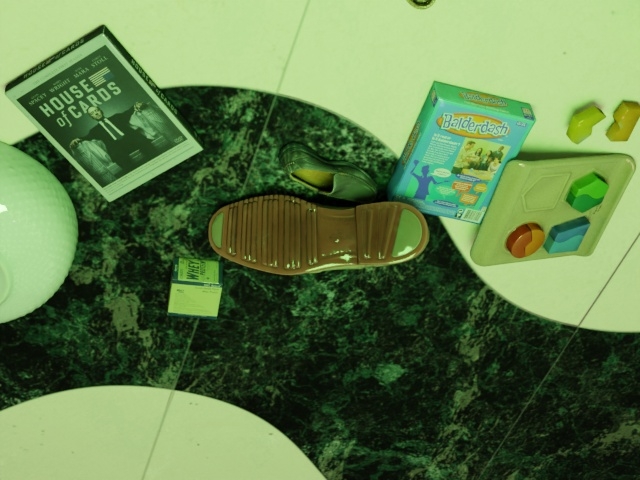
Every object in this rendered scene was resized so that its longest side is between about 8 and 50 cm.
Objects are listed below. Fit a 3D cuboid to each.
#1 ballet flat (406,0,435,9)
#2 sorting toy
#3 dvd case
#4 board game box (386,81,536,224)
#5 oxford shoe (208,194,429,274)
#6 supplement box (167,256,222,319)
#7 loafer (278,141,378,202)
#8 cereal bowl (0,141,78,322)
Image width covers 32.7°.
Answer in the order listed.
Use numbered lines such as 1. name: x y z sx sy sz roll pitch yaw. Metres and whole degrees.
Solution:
1. ballet flat: 0.121 -0.390 1.410 0.073 0.067 0.206 -15 130 9
2. sorting toy: 0.381 -0.077 1.695 0.229 0.041 0.307 -3 133 -22
3. dvd case: -0.310 -0.178 1.581 0.179 0.030 0.239 -27 129 17
4. board game box: 0.210 -0.129 1.659 0.160 0.047 0.210 12 129 -15
5. oxford shoe: 0.000 0.000 1.707 0.348 0.123 0.130 4 175 13
6. supplement box: -0.206 0.079 1.795 0.083 0.056 0.083 5 131 -10
7. loafer: 0.013 -0.089 1.666 0.170 0.061 0.062 19 126 -21
8. cereal bowl: -0.544 0.011 1.651 0.339 0.141 0.339 -2 131 -2
